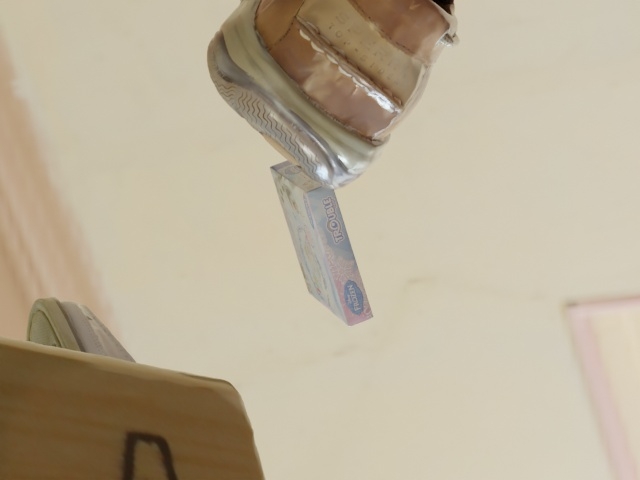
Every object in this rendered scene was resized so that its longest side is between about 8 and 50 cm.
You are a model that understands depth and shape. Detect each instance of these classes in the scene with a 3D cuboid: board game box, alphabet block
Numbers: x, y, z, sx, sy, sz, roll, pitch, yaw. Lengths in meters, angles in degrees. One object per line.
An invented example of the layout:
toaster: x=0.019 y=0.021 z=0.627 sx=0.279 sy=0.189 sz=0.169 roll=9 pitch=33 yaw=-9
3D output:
board game box: x=0.000 y=0.000 z=1.195 sx=0.090 sy=0.020 sz=0.090 roll=-141 pitch=32 yaw=-70
alphabet block: x=-0.146 y=0.179 z=0.953 sx=0.197 sy=0.192 sz=0.193 roll=17 pitch=-132 yaw=-47

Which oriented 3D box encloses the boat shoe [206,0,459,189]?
boat shoe: x=0.023 y=-0.140 z=0.998 sx=0.123 sy=0.116 sz=0.324 roll=37 pitch=-158 yaw=-19

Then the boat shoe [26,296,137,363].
boat shoe: x=-0.136 y=0.164 z=1.477 sx=0.103 sy=0.113 sz=0.302 roll=-10 pitch=-127 yaw=-30
